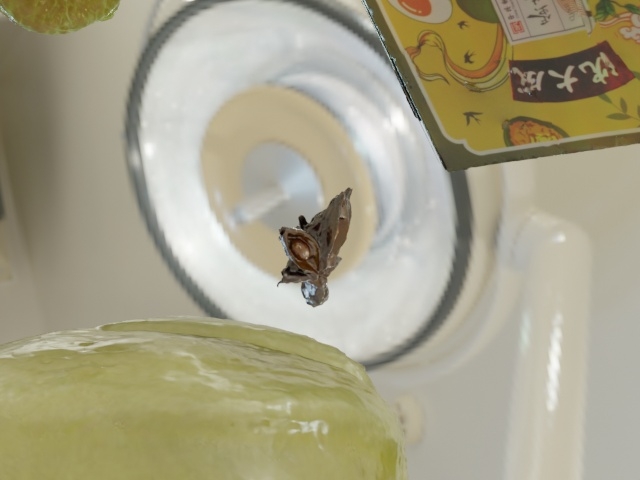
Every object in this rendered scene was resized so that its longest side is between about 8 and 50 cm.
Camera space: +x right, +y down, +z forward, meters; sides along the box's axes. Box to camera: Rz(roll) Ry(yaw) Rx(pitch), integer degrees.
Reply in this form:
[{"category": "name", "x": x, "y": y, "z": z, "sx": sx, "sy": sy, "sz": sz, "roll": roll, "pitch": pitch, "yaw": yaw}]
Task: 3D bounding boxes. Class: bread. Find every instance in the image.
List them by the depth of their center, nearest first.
[{"category": "bread", "x": -0.102, "y": 0.175, "z": 0.956, "sx": 0.320, "sy": 0.320, "sz": 0.237, "roll": -175, "pitch": -99, "yaw": -75}]

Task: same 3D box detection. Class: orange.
[{"category": "orange", "x": -0.278, "y": -0.348, "z": 1.596, "sx": 0.158, "sy": 0.179, "sz": 0.237, "roll": -106, "pitch": -159, "yaw": -43}]

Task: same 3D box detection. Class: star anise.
[{"category": "star anise", "x": 0.004, "y": 0.002, "z": 1.822, "sx": 0.053, "sy": 0.157, "sz": 0.212, "roll": 30, "pitch": -4, "yaw": 24}]

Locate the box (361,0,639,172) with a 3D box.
[{"category": "box", "x": 0.219, "y": -0.284, "z": 1.426, "sx": 0.373, "sy": 0.138, "sz": 0.420, "roll": -7, "pitch": -57, "yaw": 34}]
